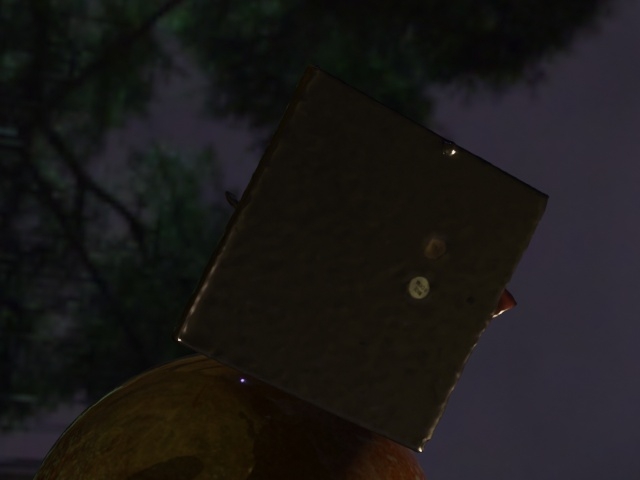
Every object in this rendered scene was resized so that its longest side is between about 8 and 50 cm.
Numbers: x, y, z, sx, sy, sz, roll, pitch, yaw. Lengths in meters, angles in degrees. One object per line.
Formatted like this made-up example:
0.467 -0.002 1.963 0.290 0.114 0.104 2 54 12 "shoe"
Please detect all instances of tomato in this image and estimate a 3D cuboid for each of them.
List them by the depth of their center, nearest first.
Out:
-0.055 0.199 1.038 0.222 0.270 0.270 122 -30 -77 "tomato"

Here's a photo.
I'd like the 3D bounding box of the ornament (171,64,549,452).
0.000 0.000 0.942 0.153 0.166 0.196 -62 -159 0 "ornament"
